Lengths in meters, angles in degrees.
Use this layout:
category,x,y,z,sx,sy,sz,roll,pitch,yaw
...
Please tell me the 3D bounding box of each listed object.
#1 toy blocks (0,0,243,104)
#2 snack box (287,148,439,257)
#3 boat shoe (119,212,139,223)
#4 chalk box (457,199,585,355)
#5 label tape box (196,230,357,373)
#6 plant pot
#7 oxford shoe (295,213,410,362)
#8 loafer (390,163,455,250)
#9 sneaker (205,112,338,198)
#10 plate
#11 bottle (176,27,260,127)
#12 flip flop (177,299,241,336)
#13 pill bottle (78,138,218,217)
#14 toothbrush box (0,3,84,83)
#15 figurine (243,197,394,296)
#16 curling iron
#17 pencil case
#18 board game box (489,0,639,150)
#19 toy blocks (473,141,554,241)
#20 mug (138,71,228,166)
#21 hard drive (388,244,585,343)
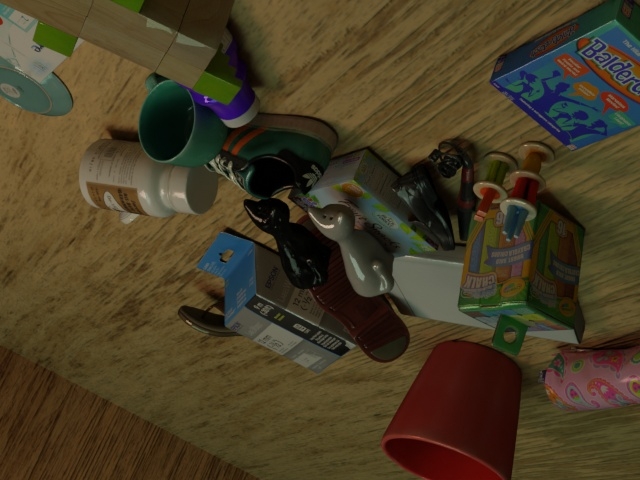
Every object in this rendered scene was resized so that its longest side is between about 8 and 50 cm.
category,x,y,z,sx,sy,sz,roll,pitch,yaw
toy blocks,-0.231,-0.360,1.195,0.381,0.260,0.191,23,152,-16
snack box,0.079,-0.053,1.701,0.207,0.070,0.174,37,151,-30
boat shoe,-0.363,-0.087,2.003,0.063,0.066,0.184,44,152,-9
chalk box,0.304,0.065,1.556,0.132,0.213,0.132,25,157,-40
label tape box,-0.098,0.134,2.141,0.348,0.115,0.249,26,153,-10
plant pot,0.288,0.357,2.101,0.275,0.243,0.275,18,153,10
oxford shoe,0.040,0.080,1.927,0.348,0.123,0.130,59,179,-26
loafer,0.167,-0.046,1.626,0.061,0.062,0.170,-22,123,13
sneaker,-0.124,-0.134,1.654,0.302,0.121,0.108,4,148,33
plate,-0.533,-0.276,1.826,0.188,0.024,0.188,18,154,9
bottle,-0.181,-0.276,1.468,0.118,0.092,0.283,4,148,35
flip flop,-0.183,0.174,2.318,0.277,0.080,0.112,9,-168,0
pill bottle,-0.306,-0.109,1.834,0.229,0.131,0.131,8,150,27
toothbrush box,-0.460,-0.385,1.453,0.296,0.126,0.216,35,151,-25
figurine,0.000,0.000,1.682,0.215,0.092,0.209,5,150,35
curling iron,0.219,-0.072,1.602,0.068,0.035,0.274,34,166,28
pencil case,0.535,0.243,1.840,0.124,0.124,0.284,36,152,-24
board game box,0.337,-0.199,1.252,0.160,0.047,0.210,34,151,-21
toy blocks,0.262,-0.060,1.455,0.054,0.148,0.123,38,150,-26
mug,-0.209,-0.193,1.611,0.129,0.157,0.097,-7,171,37
hard drive,0.278,0.088,1.831,0.353,0.047,0.233,7,149,29
